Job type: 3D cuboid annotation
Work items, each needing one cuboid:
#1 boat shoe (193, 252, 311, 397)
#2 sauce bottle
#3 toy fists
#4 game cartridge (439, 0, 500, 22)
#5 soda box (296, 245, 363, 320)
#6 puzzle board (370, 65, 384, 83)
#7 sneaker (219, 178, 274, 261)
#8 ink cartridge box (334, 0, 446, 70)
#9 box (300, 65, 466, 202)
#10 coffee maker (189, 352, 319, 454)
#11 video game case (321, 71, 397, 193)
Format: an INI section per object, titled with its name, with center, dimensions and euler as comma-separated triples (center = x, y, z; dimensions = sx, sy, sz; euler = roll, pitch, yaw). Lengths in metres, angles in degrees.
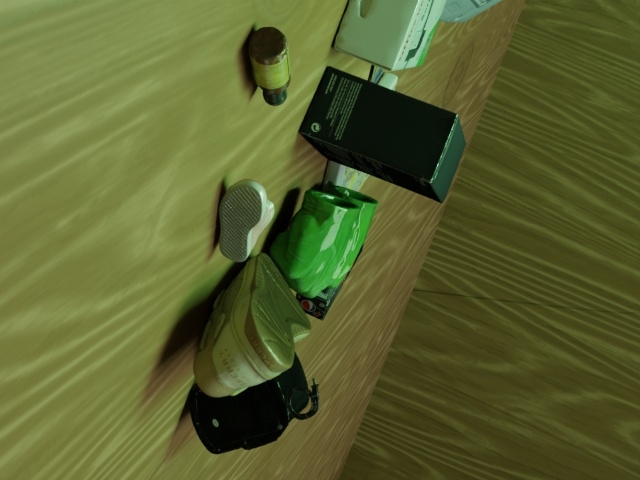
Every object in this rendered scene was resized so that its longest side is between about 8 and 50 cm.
[boat shoe]
center = -0.093, 0.104, 1.764
dimensions = 0.110, 0.122, 0.341
euler = -33, -175, 10
[sauce bottle]
center = -0.051, -0.175, 1.471
dimensions = 0.128, 0.042, 0.042
euler = 88, 27, -69
[toy fists]
center = 0.000, 0.000, 2.016
dimensions = 0.279, 0.096, 0.142
euler = -21, 132, -78
[game cartridge]
center = 0.252, -0.416, 2.225
dimensions = 0.196, 0.060, 0.294
euler = -33, 172, 11
[soda box]
center = 0.018, 0.048, 2.362
dimensions = 0.169, 0.053, 0.060
euler = -59, 169, -36
[puzzle board]
center = 0.105, -0.298, 2.141
dimensions = 0.128, 0.011, 0.096
euler = -57, 168, -42
[sneaker]
center = -0.081, -0.040, 1.615
dimensions = 0.134, 0.051, 0.070
euler = 107, 9, -52
[ink cartridge box]
center = 0.102, -0.307, 1.863
dimensions = 0.208, 0.087, 0.153
euler = -32, 144, -72
[box]
center = 0.092, -0.138, 1.927
dimensions = 0.261, 0.184, 0.103
euler = 28, 86, -81
[coffee maker]
center = -0.071, 0.212, 1.912
dimensions = 0.178, 0.171, 0.120
euler = -35, 131, -76
[video game case]
center = 0.051, -0.122, 2.220
dimensions = 0.206, 0.026, 0.227
euler = 104, 13, -45
